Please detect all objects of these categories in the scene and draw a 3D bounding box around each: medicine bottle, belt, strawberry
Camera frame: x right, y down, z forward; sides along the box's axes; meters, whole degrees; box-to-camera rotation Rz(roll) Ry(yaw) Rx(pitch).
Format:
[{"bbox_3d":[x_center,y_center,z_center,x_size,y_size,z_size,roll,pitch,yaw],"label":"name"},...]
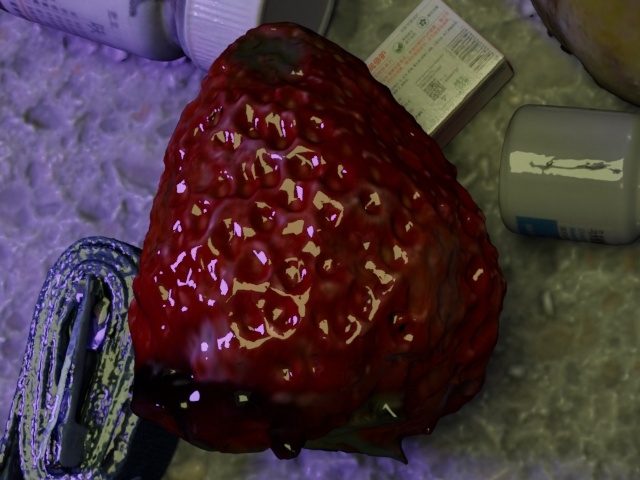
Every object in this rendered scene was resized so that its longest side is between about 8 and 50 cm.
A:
[{"bbox_3d":[-0.136,-0.231,1.608,0.273,0.165,0.165,21,83,20],"label":"medicine bottle"},{"bbox_3d":[0.226,-0.047,1.482,0.168,0.105,0.105,6,78,18],"label":"medicine bottle"},{"bbox_3d":[-0.177,0.106,1.551,0.122,0.128,0.218,9,80,18],"label":"belt"},{"bbox_3d":[0.005,0.010,1.433,0.292,0.292,0.310,21,92,20],"label":"strawberry"}]

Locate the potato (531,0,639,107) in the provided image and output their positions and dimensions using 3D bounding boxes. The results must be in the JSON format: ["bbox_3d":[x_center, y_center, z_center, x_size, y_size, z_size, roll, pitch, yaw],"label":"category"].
[{"bbox_3d":[0.293,-0.240,1.455,0.330,0.213,0.280,-2,75,18],"label":"potato"}]

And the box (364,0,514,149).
[{"bbox_3d":[0.082,-0.125,1.577,0.125,0.043,0.089,-45,69,2],"label":"box"}]
